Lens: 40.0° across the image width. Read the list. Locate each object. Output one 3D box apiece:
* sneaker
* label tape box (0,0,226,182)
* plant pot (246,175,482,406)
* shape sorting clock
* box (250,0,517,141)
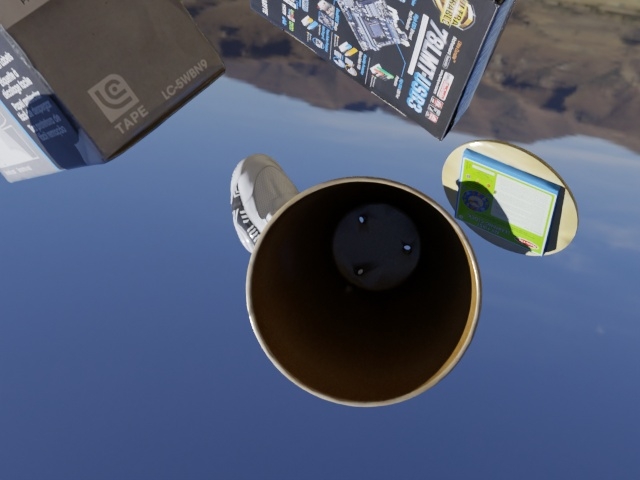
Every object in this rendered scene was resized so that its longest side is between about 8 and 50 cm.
[{"bbox_3d":[0.000,0.000,1.352,0.137,0.366,0.210,-13,165,-42],"label":"sneaker"},{"bbox_3d":[-0.234,-0.200,0.537,0.106,0.334,0.240,-44,-159,-23],"label":"label tape box"},{"bbox_3d":[0.058,0.029,0.999,0.237,0.237,0.254,12,-167,5],"label":"plant pot"},{"bbox_3d":[0.264,-0.059,1.233,0.206,0.206,0.040,19,-131,31],"label":"shape sorting clock"},{"bbox_3d":[0.052,-0.266,0.927,0.293,0.073,0.295,35,165,9],"label":"box"}]
